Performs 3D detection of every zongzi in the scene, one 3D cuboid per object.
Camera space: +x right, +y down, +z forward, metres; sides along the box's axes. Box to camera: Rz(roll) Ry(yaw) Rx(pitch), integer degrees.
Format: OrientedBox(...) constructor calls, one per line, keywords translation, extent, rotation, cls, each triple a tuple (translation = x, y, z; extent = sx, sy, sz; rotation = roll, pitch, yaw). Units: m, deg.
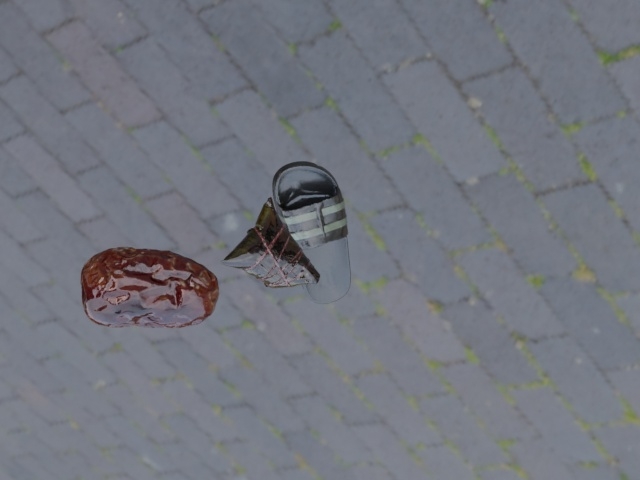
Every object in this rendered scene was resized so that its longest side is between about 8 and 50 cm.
OrientedBox(translation=(-0.044, 0.001, 1.087), extent=(0.083, 0.073, 0.067), rotation=(27, 164, -35), cls="zongzi")

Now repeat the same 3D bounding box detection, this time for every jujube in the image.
OrientedBox(translation=(-0.158, 0.045, 1.126), extent=(0.129, 0.077, 0.077), rotation=(4, 139, 6), cls="jujube")

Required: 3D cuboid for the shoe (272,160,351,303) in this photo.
OrientedBox(translation=(0.000, 0.000, 1.283), extent=(0.071, 0.049, 0.179), rotation=(-17, 123, -7), cls="shoe")
